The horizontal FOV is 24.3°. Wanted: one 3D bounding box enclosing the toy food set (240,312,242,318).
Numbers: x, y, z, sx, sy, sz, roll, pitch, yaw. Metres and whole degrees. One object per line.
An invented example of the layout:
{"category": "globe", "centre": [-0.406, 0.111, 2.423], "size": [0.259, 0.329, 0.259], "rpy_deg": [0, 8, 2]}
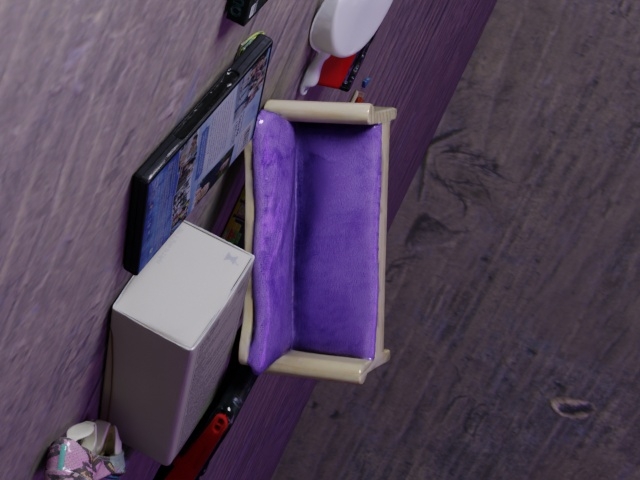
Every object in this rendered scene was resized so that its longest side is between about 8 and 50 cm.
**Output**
{"category": "toy food set", "centre": [-0.160, 0.141, 2.275], "size": [0.132, 0.039, 0.192], "rpy_deg": [-59, 171, -24]}

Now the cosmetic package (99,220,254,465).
{"category": "cosmetic package", "centre": [-0.183, 0.132, 1.841], "size": [0.160, 0.113, 0.309], "rpy_deg": [-57, 170, -36]}

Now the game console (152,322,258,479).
{"category": "game console", "centre": [-0.115, 0.197, 2.159], "size": [0.342, 0.060, 0.386], "rpy_deg": [-52, -172, 49]}

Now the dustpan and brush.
{"category": "dustpan and brush", "centre": [0.022, -0.275, 2.001], "size": [0.147, 0.060, 0.211], "rpy_deg": [-25, 142, -49]}

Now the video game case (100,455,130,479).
{"category": "video game case", "centre": [-0.380, 0.458, 1.962], "size": [0.329, 0.036, 0.300], "rpy_deg": [-63, 172, 13]}

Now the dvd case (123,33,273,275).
{"category": "dvd case", "centre": [-0.136, -0.096, 1.652], "size": [0.253, 0.022, 0.180], "rpy_deg": [-53, 168, -34]}

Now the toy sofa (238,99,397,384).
{"category": "toy sofa", "centre": [0.000, 0.000, 1.923], "size": [0.177, 0.150, 0.362], "rpy_deg": [-19, 112, -67]}

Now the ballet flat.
{"category": "ballet flat", "centre": [-0.283, 0.260, 1.817], "size": [0.221, 0.077, 0.079], "rpy_deg": [33, 65, -82]}

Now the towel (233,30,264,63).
{"category": "towel", "centre": [-0.089, -0.197, 1.698], "size": [0.060, 0.009, 0.083], "rpy_deg": [-49, 165, -57]}

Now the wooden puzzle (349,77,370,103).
{"category": "wooden puzzle", "centre": [0.055, -0.221, 2.527], "size": [0.116, 0.014, 0.078], "rpy_deg": [-65, 172, 14]}

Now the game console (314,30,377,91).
{"category": "game console", "centre": [0.028, -0.294, 2.114], "size": [0.144, 0.085, 0.124], "rpy_deg": [-64, -157, 16]}

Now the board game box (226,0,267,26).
{"category": "board game box", "centre": [-0.042, -0.324, 1.516], "size": [0.126, 0.026, 0.186], "rpy_deg": [-55, 169, -45]}

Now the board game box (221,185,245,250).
{"category": "board game box", "centre": [-0.068, -0.077, 2.102], "size": [0.170, 0.048, 0.141], "rpy_deg": [-65, 173, 17]}
